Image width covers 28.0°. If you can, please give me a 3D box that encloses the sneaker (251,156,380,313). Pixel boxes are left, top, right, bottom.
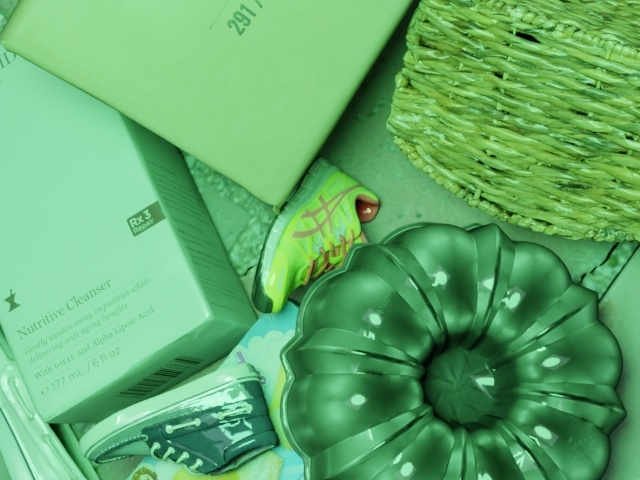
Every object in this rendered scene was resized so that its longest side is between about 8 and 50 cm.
[{"bbox_3d":[0.000,0.000,1.276,0.094,0.081,0.208,25,49,5],"label":"sneaker"}]

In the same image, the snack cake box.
[{"bbox_3d":[-0.059,0.204,1.286,0.152,0.089,0.264,40,92,19],"label":"snack cake box"}]

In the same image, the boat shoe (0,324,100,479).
[{"bbox_3d":[-0.309,0.168,1.373,0.084,0.095,0.258,-27,83,6],"label":"boat shoe"}]

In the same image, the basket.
[{"bbox_3d":[0.244,-0.137,1.262,0.299,0.223,0.214,23,119,19],"label":"basket"}]

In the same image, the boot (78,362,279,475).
[{"bbox_3d":[-0.136,0.192,1.226,0.190,0.069,0.086,-25,70,9],"label":"boot"}]

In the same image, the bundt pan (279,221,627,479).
[{"bbox_3d":[0.129,0.129,1.166,0.330,0.124,0.331,1,78,-6],"label":"bundt pan"}]

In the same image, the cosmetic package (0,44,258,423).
[{"bbox_3d":[-0.245,-0.025,1.350,0.217,0.156,0.385,-32,73,10],"label":"cosmetic package"}]

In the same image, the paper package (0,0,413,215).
[{"bbox_3d":[-0.084,-0.249,1.203,0.309,0.168,0.325,30,103,-13],"label":"paper package"}]
